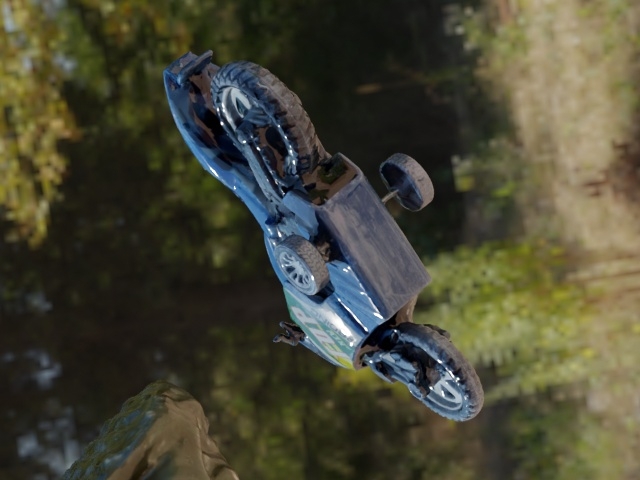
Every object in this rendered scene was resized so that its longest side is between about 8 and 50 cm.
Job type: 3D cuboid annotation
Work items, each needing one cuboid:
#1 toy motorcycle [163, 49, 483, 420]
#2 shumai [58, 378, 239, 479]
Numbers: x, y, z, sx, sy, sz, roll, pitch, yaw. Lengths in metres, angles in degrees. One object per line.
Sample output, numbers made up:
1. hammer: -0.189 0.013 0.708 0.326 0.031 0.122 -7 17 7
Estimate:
1. toy motorcycle: 0.000 0.000 1.034 0.254 0.092 0.135 57 156 -17
2. shumai: -0.060 0.151 0.682 0.142 0.184 0.184 43 -177 -7
